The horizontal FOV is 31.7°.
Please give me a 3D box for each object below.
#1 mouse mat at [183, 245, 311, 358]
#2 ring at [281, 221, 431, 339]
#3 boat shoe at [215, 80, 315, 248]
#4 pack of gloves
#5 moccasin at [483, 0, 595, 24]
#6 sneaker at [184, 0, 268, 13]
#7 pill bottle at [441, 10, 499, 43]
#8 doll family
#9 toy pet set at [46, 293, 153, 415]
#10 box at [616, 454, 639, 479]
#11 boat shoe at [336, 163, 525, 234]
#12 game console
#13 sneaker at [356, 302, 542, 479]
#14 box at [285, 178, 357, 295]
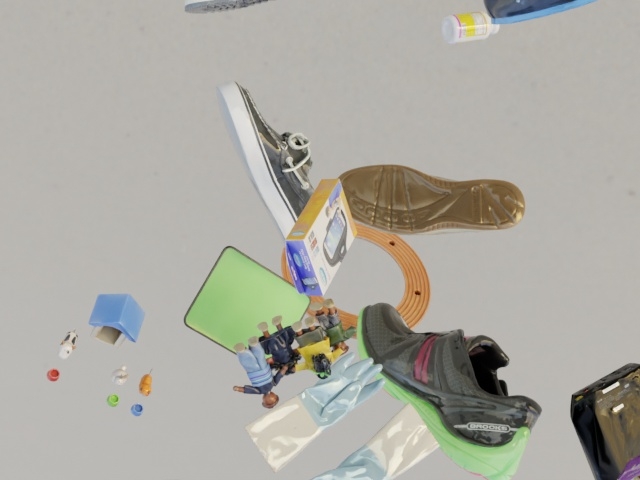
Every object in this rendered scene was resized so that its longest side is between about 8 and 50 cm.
[{"bbox_3d":[-0.119,0.116,1.880,0.189,0.153,0.007,34,171,-25],"label":"mouse mat"},{"bbox_3d":[0.075,0.081,2.421,0.336,0.337,0.032,8,138,-13],"label":"ring"},{"bbox_3d":[-0.059,-0.118,1.702,0.105,0.113,0.306,-29,114,-6],"label":"boat shoe"},{"bbox_3d":[0.030,0.296,1.691,0.232,0.195,0.046,-34,176,-18],"label":"pack of gloves"},{"bbox_3d":[0.318,-0.328,1.176,0.342,0.117,0.137,-18,-167,34],"label":"moccasin"},{"bbox_3d":[-0.060,-0.432,1.697,0.318,0.131,0.112,-13,-176,-14],"label":"sneaker"},{"bbox_3d":[0.227,-0.322,1.701,0.083,0.043,0.043,-12,163,-25],"label":"pill bottle"},{"bbox_3d":[-0.037,0.169,1.629,0.192,0.076,0.111,-18,119,4],"label":"doll family"},{"bbox_3d":[-0.242,0.126,1.329,0.122,0.114,0.065,24,143,-15],"label":"toy pet set"},{"bbox_3d":[0.521,0.351,1.360,0.293,0.057,0.201,38,154,8],"label":"box"},{"bbox_3d":[0.187,-0.060,2.017,0.341,0.122,0.110,7,172,-5],"label":"boat shoe"},{"bbox_3d":[0.566,0.268,1.763,0.361,0.213,0.044,-24,-173,-17],"label":"game console"},{"bbox_3d":[0.237,0.245,2.064,0.185,0.202,0.483,33,-174,-42],"label":"sneaker"},{"bbox_3d":[0.000,0.000,1.290,0.028,0.136,0.081,-2,127,25],"label":"box"}]
